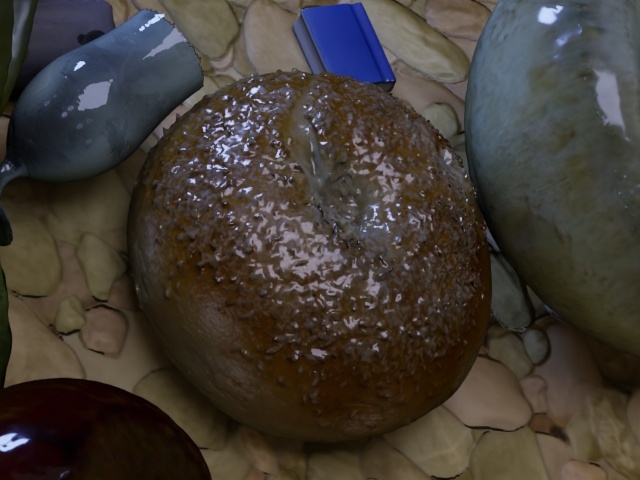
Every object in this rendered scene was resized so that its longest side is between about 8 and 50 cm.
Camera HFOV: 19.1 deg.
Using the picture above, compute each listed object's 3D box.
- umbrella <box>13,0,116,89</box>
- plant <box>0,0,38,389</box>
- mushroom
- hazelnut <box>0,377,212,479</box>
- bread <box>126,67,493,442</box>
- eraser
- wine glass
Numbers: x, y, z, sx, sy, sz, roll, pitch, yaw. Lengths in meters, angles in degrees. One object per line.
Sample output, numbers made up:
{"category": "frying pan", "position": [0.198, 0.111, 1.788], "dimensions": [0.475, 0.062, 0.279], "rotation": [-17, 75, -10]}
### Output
{"category": "umbrella", "position": [-0.313, -0.143, 1.437], "dimensions": [0.337, 0.067, 0.073], "rotation": [-7, 61, -27]}
{"category": "plant", "position": [-0.235, -0.065, 1.288], "dimensions": [0.333, 0.251, 0.180], "rotation": [55, 41, -6]}
{"category": "mushroom", "position": [0.273, -0.076, 1.530], "dimensions": [0.352, 0.260, 0.352], "rotation": [28, 45, -32]}
{"category": "hazelnut", "position": [-0.185, 0.199, 1.218], "dimensions": [0.218, 0.218, 0.234], "rotation": [46, 34, 8]}
{"category": "bread", "position": [0.000, 0.000, 1.432], "dimensions": [0.305, 0.159, 0.305], "rotation": [11, 58, -17]}
{"category": "eraser", "position": [0.021, -0.160, 1.623], "dimensions": [0.063, 0.027, 0.084], "rotation": [-10, 64, -30]}
{"category": "wine glass", "position": [-0.183, -0.089, 1.422], "dimensions": [0.202, 0.093, 0.093], "rotation": [-38, 80, -24]}
